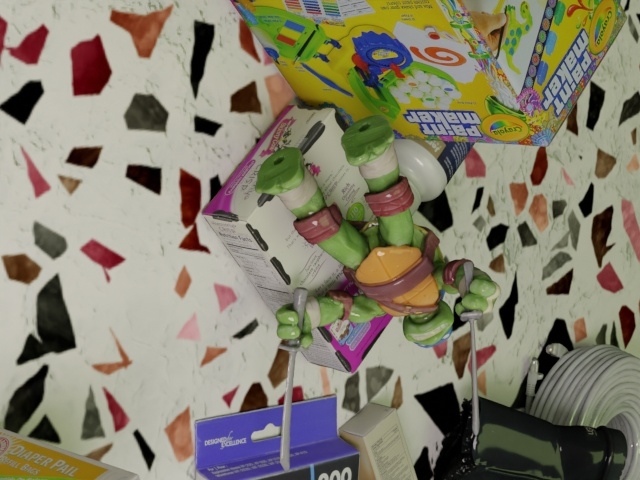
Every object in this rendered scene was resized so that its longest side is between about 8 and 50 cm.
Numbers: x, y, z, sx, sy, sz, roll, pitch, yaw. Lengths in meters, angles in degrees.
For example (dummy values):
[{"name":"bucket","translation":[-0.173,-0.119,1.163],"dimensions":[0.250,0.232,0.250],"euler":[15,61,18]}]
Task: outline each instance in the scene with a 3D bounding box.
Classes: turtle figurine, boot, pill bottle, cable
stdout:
[{"name":"turtle figurine","translation":[0.052,0.042,1.320],"dimensions":[0.275,0.198,0.266],"euler":[-50,124,-32]},{"name":"boot","translation":[0.229,0.309,1.691],"dimensions":[0.207,0.094,0.246],"euler":[12,110,-10]},{"name":"pill bottle","translation":[0.108,-0.102,1.528],"dimensions":[0.169,0.094,0.094],"euler":[-55,131,-25]},{"name":"cable","translation":[0.360,0.263,1.851],"dimensions":[0.257,0.089,0.257],"euler":[4,93,-46]}]

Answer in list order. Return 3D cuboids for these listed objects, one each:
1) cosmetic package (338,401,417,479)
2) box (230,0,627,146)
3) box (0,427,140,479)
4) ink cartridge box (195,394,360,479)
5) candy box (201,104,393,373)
[{"name":"cosmetic package","translation":[0.066,0.244,1.578],"dimensions":[0.060,0.041,0.115],"euler":[-35,120,-36]},{"name":"box","translation":[0.079,-0.247,1.331],"dimensions":[0.177,0.290,0.279],"euler":[-55,129,-25]},{"name":"box","translation":[-0.233,0.239,1.152],"dimensions":[0.114,0.203,0.103],"euler":[-38,123,-38]},{"name":"ink cartridge box","translation":[-0.044,0.276,1.469],"dimensions":[0.206,0.045,0.208],"euler":[-5,99,-45]},{"name":"candy box","translation":[0.000,0.000,1.450],"dimensions":[0.159,0.071,0.233],"euler":[-53,130,-26]}]
